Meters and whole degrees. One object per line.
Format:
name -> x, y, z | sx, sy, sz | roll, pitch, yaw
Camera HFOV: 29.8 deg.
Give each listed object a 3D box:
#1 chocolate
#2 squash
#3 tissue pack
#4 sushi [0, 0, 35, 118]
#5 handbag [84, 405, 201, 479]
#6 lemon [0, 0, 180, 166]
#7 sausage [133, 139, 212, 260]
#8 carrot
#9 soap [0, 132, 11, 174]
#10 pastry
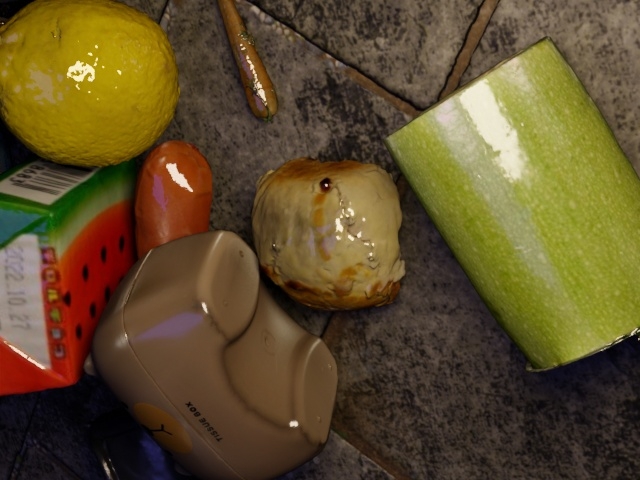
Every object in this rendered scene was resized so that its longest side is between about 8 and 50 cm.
chocolate -> -0.421, 0.035, 1.977 | 0.161, 0.360, 0.341 | 4, 112, 16
squash -> 0.285, -0.039, 1.560 | 0.263, 0.263, 0.384 | -30, 92, 36
tissue pack -> -0.171, 0.194, 1.882 | 0.277, 0.267, 0.387 | -21, 121, 27
sushi -> -0.558, -0.284, 2.003 | 0.227, 0.212, 0.215 | 11, 114, 26
handbag -> -0.308, 0.441, 2.164 | 0.275, 0.178, 0.301 | -16, 100, 35
lemon -> -0.365, -0.244, 1.836 | 0.268, 0.322, 0.268 | 1, 91, 54
sausage -> -0.241, -0.039, 1.960 | 0.133, 0.133, 0.258 | 18, 119, 25
carrot -> -0.121, -0.301, 1.837 | 0.049, 0.049, 0.254 | -19, 95, 35
soap -> -0.638, -0.089, 2.213 | 0.156, 0.077, 0.293 | 7, 112, 30
pastry -> -0.005, 0.006, 1.812 | 0.256, 0.170, 0.236 | 6, 110, 35
